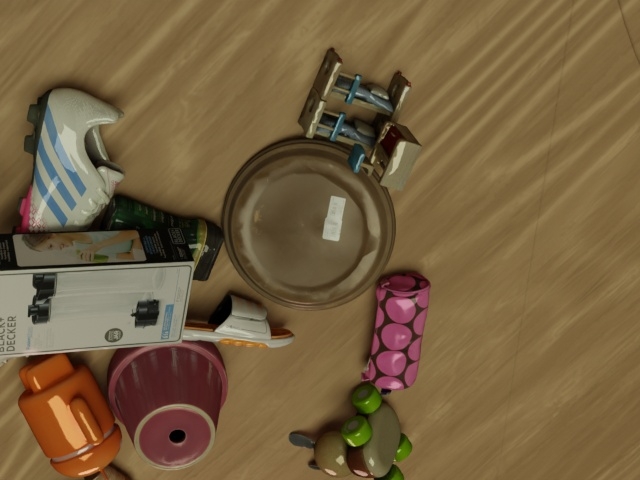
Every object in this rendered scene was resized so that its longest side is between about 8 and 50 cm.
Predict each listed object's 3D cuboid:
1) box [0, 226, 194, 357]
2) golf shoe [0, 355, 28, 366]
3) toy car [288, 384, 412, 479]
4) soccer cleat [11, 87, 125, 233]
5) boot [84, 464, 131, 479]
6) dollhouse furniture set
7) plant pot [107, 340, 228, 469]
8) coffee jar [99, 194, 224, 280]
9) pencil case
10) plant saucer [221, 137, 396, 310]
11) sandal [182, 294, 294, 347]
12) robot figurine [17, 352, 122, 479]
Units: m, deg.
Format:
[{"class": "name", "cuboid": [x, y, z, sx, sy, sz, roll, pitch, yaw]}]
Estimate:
[{"class": "box", "cuboid": [-0.341, 0.075, 1.500, 0.289, 0.087, 0.169, -1, 129, -22]}, {"class": "golf shoe", "cuboid": [-0.484, 0.139, 1.612, 0.306, 0.115, 0.140, 9, 130, -15]}, {"class": "toy car", "cuboid": [0.043, 0.369, 1.858, 0.188, 0.149, 0.155, -16, 120, 28]}, {"class": "soccer cleat", "cuboid": [-0.366, -0.057, 1.513, 0.143, 0.116, 0.331, 11, 113, -4]}, {"class": "boot", "cuboid": [-0.410, 0.487, 1.819, 0.197, 0.073, 0.152, -32, 124, 7]}, {"class": "dollhouse furniture set", "cuboid": [0.065, -0.182, 1.521, 0.129, 0.184, 0.129, 15, 112, -20]}, {"class": "plant pot", "cuboid": [-0.245, 0.267, 1.681, 0.201, 0.180, 0.201, -5, 117, -11]}, {"class": "coffee jar", "cuboid": [-0.247, 0.000, 1.600, 0.184, 0.079, 0.096, 15, 113, -21]}, {"class": "pencil case", "cuboid": [0.129, 0.156, 1.768, 0.098, 0.095, 0.209, 7, 114, 1]}, {"class": "plant saucer", "cuboid": [-0.021, -0.020, 1.609, 0.277, 0.041, 0.278, 1, 103, 6]}, {"class": "sandal", "cuboid": [-0.161, 0.126, 1.672, 0.265, 0.102, 0.076, 7, 93, -23]}, {"class": "robot figurine", "cuboid": [-0.403, 0.288, 1.668, 0.158, 0.128, 0.219, -21, 101, 23]}]
